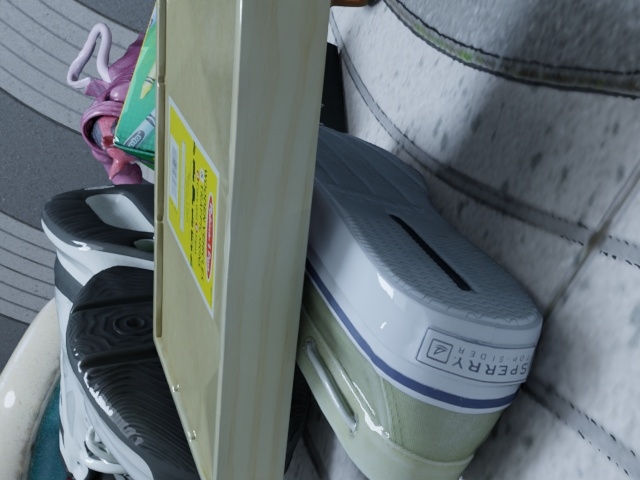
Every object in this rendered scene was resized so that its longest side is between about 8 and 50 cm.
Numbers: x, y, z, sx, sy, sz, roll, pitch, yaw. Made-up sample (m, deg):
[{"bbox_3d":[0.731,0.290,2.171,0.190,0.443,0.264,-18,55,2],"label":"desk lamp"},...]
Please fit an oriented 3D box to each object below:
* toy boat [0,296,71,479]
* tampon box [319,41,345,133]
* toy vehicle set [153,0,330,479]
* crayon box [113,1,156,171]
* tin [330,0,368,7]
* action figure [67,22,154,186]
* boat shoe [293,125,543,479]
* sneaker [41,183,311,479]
[{"bbox_3d":[-0.280,0.205,1.036,0.268,0.148,0.318,-75,5,-51],"label":"toy boat"},{"bbox_3d":[-0.050,-0.094,0.757,0.161,0.101,0.120,-91,26,-49],"label":"tampon box"},{"bbox_3d":[-0.051,-0.019,0.455,0.166,0.035,0.267,-126,37,-55],"label":"toy vehicle set"},{"bbox_3d":[-0.137,-0.213,1.068,0.165,0.081,0.279,39,-114,-74],"label":"crayon box"},{"bbox_3d":[0.027,-0.278,0.754,0.106,0.040,0.190,87,-174,-58],"label":"tin"},{"bbox_3d":[-0.269,-0.213,1.322,0.248,0.275,0.370,-56,9,27],"label":"action figure"},{"bbox_3d":[0.008,0.010,0.468,0.302,0.109,0.094,-119,47,-64],"label":"boat shoe"},{"bbox_3d":[-0.125,0.136,0.742,0.447,0.169,0.258,-137,43,-59],"label":"sneaker"}]
